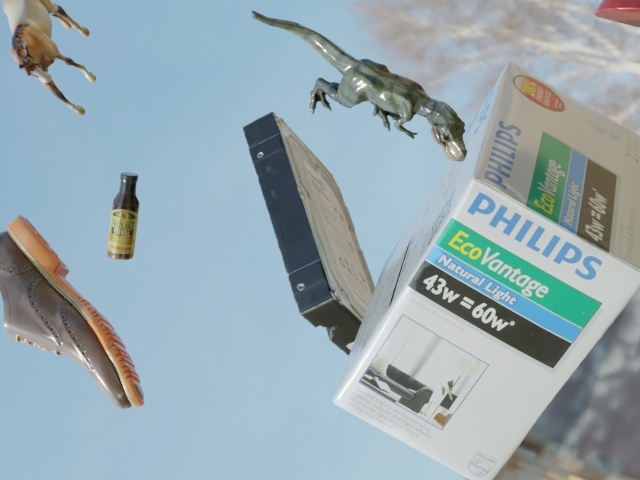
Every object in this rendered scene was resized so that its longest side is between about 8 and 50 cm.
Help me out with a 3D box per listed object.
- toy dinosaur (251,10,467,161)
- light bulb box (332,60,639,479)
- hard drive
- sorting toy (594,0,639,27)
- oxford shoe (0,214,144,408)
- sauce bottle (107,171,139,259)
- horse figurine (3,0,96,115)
[{"bbox_3d":[0.044,-0.164,1.479,0.064,0.268,0.118,-59,-3,-17],"label":"toy dinosaur"},{"bbox_3d":[0.219,0.034,1.698,0.361,0.225,0.358,-60,3,32],"label":"light bulb box"},{"bbox_3d":[0.000,0.000,2.020,0.237,0.064,0.339,46,-159,-54],"label":"hard drive"},{"bbox_3d":[0.423,-0.320,1.521,0.365,0.127,0.126,-178,97,-78],"label":"sorting toy"},{"bbox_3d":[-0.408,0.136,2.148,0.133,0.363,0.130,-38,-16,-7],"label":"oxford shoe"},{"bbox_3d":[-0.289,-0.036,2.028,0.042,0.042,0.128,-19,-62,-62],"label":"sauce bottle"},{"bbox_3d":[-0.390,-0.297,1.942,0.174,0.066,0.263,36,-144,-51],"label":"horse figurine"}]
